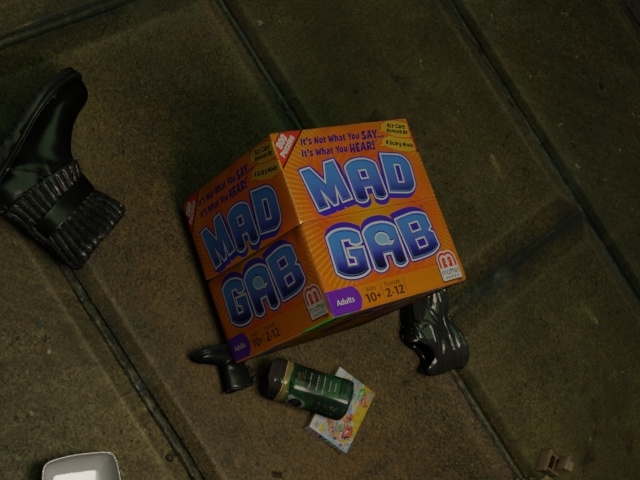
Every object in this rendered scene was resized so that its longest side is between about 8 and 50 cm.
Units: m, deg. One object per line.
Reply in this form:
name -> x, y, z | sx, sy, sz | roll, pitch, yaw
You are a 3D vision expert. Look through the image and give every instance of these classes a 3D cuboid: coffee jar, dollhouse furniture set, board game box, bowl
coffee jar -> -0.030, 0.305, 1.925 | 0.184, 0.096, 0.079 | 19, 58, -8
dollhouse furniture set -> 0.538, 0.535, 2.134 | 0.101, 0.182, 0.161 | 36, 59, -14
board game box -> 0.000, 0.000, 1.892 | 0.356, 0.356, 0.356 | -12, 78, -39
bowl -> -0.433, 0.457, 1.680 | 0.142, 0.053, 0.142 | -2, 74, -31
board game box -> 0.043, 0.364, 2.004 | 0.103, 0.026, 0.154 | 37, 58, -13

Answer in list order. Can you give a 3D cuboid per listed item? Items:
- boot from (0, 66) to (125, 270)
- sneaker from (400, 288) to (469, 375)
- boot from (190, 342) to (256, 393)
boot -> -0.481, -0.139, 1.817 | 0.260, 0.131, 0.348 | 31, 70, -9
sneaker -> 0.235, 0.176, 2.141 | 0.130, 0.109, 0.286 | -20, 81, -28
boot -> -0.196, 0.262, 1.894 | 0.121, 0.045, 0.099 | -10, 78, -36
